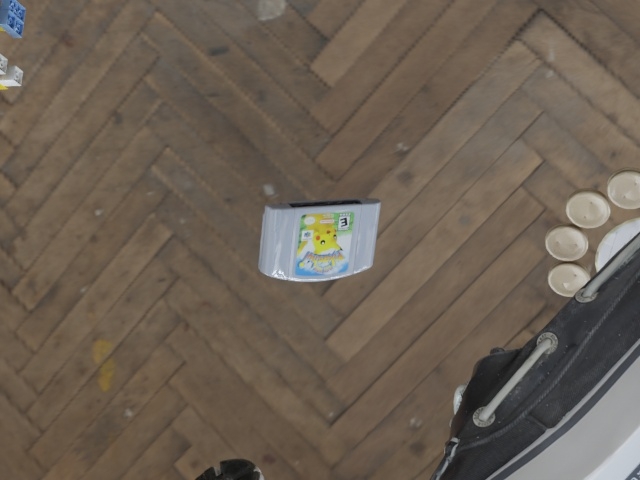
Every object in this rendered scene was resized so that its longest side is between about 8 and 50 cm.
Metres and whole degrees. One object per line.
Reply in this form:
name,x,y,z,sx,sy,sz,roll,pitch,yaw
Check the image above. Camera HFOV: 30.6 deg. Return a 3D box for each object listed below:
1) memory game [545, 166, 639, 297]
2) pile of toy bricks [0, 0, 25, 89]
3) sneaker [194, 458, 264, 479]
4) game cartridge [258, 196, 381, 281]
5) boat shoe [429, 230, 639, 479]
memory game,0.281,0.016,0.982,0.186,0.012,0.186,9,126,12
pile of toy bricks,-0.364,-0.218,1.076,0.105,0.212,0.118,0,76,14
sneaker,-0.094,0.250,0.793,0.208,0.081,0.094,-42,123,-2
game cartridge,0.000,0.000,0.782,0.083,0.017,0.056,-5,117,-25
boat shoe,0.117,0.101,0.614,0.301,0.108,0.102,-47,47,3
